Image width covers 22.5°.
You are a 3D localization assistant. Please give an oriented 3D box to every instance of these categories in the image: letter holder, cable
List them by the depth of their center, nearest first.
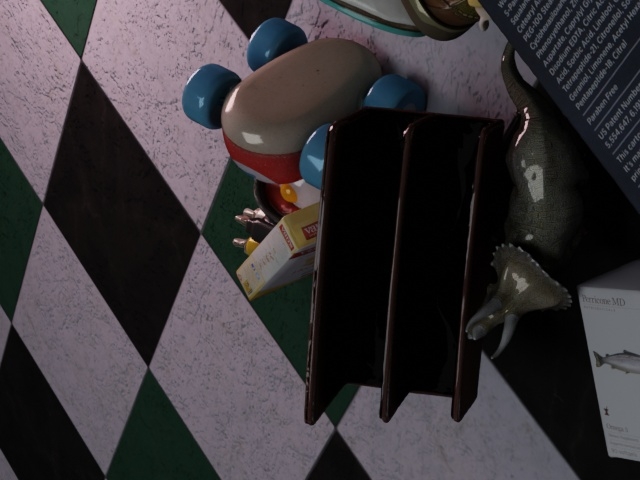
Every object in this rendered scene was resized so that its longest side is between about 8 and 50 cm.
[{"bbox_3d":[0.083,0.029,1.610,0.152,0.214,0.301,7,100,13],"label":"letter holder"},{"bbox_3d":[0.000,0.000,2.039,0.287,0.072,0.139,28,112,31],"label":"cable"}]

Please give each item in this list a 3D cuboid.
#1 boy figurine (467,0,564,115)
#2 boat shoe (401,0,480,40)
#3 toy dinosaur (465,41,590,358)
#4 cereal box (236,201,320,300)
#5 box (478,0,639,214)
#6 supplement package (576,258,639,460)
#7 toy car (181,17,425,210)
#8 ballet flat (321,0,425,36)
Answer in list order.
[{"bbox_3d":[0.205,-0.259,1.456,0.177,0.092,0.285,-21,115,28],"label":"boy figurine"},{"bbox_3d":[0.090,-0.351,1.575,0.307,0.111,0.104,57,143,1],"label":"boat shoe"},{"bbox_3d":[0.219,-0.050,1.567,0.160,0.121,0.313,-79,-3,-78],"label":"toy dinosaur"},{"bbox_3d":[0.010,-0.007,1.842,0.047,0.173,0.240,65,160,7],"label":"cereal box"},{"bbox_3d":[0.310,-0.219,1.229,0.395,0.293,0.212,55,144,20],"label":"box"},{"bbox_3d":[0.331,0.115,1.546,0.105,0.105,0.179,3,109,56],"label":"supplement package"},{"bbox_3d":[-0.014,-0.096,1.870,0.219,0.210,0.238,29,143,31],"label":"toy car"},{"bbox_3d":[-0.009,-0.345,1.794,0.400,0.139,0.139,33,132,44],"label":"ballet flat"}]
